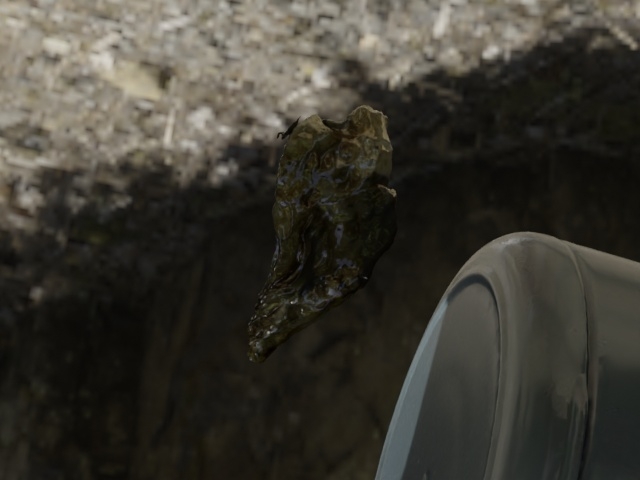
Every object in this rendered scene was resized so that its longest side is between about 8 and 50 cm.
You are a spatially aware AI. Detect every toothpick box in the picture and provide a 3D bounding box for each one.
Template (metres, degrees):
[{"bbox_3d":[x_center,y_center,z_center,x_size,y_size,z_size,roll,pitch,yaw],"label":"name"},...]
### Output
[{"bbox_3d":[0.216,0.138,0.744,0.355,0.263,0.263,16,153,-8],"label":"toothpick box"}]

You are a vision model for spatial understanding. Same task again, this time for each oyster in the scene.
[{"bbox_3d":[0.002,0.000,0.538,0.051,0.034,0.093,-23,139,-36],"label":"oyster"}]
